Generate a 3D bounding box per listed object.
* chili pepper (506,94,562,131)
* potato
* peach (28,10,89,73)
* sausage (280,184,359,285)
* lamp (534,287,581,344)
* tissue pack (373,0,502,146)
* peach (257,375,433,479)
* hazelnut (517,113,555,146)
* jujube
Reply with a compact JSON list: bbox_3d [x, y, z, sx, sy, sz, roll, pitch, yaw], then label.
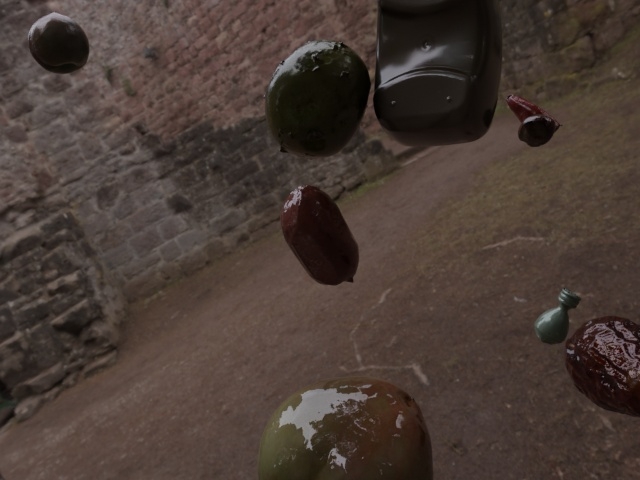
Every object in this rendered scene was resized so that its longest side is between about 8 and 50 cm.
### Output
[{"bbox_3d":[0.576,-0.346,1.496,0.065,0.169,0.088,-19,-25,-39],"label":"chili pepper"},{"bbox_3d":[-0.005,-0.323,1.247,0.269,0.219,0.359,-62,6,16],"label":"potato"},{"bbox_3d":[-0.375,-0.283,0.776,0.083,0.083,0.083,-27,11,6],"label":"peach"},{"bbox_3d":[0.000,0.000,1.218,0.148,0.254,0.148,-29,29,18],"label":"sausage"},{"bbox_3d":[0.772,0.252,1.753,0.106,0.106,0.193,-67,1,-73],"label":"lamp"},{"bbox_3d":[0.271,-0.407,1.222,0.267,0.387,0.277,1,0,31],"label":"tissue pack"},{"bbox_3d":[0.044,0.356,0.872,0.292,0.247,0.292,-26,47,32],"label":"peach"},{"bbox_3d":[0.512,-0.264,1.280,0.086,0.086,0.086,-27,11,6],"label":"hazelnut"},{"bbox_3d":[0.615,0.258,1.096,0.197,0.197,0.290,-27,7,4],"label":"jujube"}]
